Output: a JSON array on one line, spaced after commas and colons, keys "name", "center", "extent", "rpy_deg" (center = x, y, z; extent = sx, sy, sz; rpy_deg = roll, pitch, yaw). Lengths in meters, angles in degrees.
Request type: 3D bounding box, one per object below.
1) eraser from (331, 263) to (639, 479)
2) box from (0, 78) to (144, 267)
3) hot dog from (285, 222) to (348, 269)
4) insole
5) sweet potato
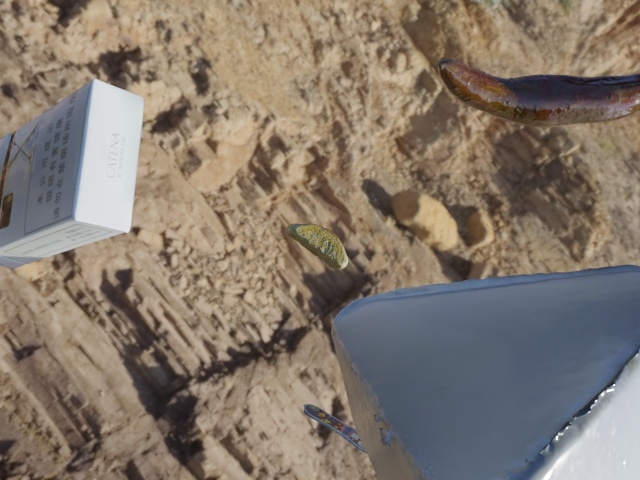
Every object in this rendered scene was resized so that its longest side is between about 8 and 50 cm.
[{"name": "eraser", "center": [0.189, 0.136, 0.583], "extent": [0.331, 0.331, 0.150], "rpy_deg": [-66, 142, -67]}, {"name": "box", "center": [-0.169, -0.035, 0.415], "extent": [0.040, 0.154, 0.084], "rpy_deg": [14, 70, -45]}, {"name": "hot dog", "center": [0.000, 0.000, 0.833], "extent": [0.090, 0.034, 0.030], "rpy_deg": [36, -20, -11]}, {"name": "insole", "center": [0.052, 0.359, 1.239], "extent": [0.197, 0.004, 0.065], "rpy_deg": [28, 13, 17]}, {"name": "sweet potato", "center": [0.237, -0.151, 0.692], "extent": [0.078, 0.255, 0.058], "rpy_deg": [104, -14, -61]}]
